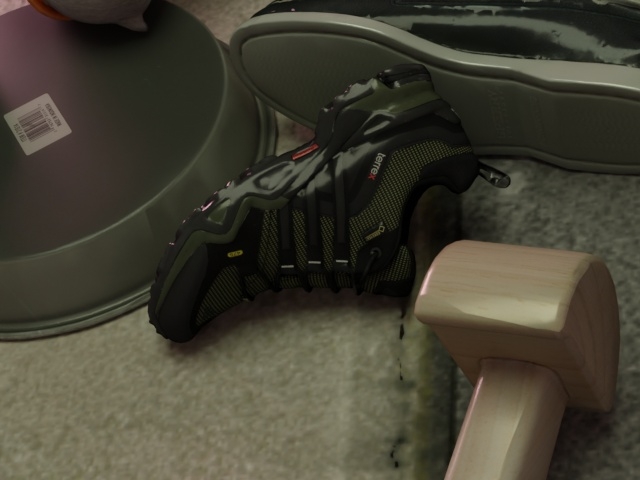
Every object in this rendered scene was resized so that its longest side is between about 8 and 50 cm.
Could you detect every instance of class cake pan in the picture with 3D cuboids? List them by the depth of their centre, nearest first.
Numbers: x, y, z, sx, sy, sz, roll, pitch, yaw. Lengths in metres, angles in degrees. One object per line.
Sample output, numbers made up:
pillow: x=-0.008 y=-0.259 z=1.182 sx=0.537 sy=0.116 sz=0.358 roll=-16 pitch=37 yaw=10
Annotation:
cake pan: x=-0.177 y=-0.063 z=1.275 sx=0.293 sy=0.054 sz=0.293 roll=-10 pitch=47 yaw=10

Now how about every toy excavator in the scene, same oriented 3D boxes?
toy excavator: x=0.016 y=0.217 z=0.856 sx=0.222 sy=0.445 sz=0.433 roll=6 pitch=92 yaw=22

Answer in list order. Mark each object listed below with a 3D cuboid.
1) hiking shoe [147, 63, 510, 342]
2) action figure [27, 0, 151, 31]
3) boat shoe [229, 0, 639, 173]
hiking shoe: x=0.000 y=0.000 z=1.130 sx=0.227 sy=0.086 sz=0.114 roll=-41 pitch=80 yaw=8
action figure: x=-0.163 y=-0.270 z=1.359 sx=0.341 sy=0.178 sz=0.330 roll=-4 pitch=46 yaw=-22
boat shoe: x=0.095 y=-0.113 z=1.197 sx=0.302 sy=0.114 sz=0.091 roll=13 pitch=54 yaw=14
